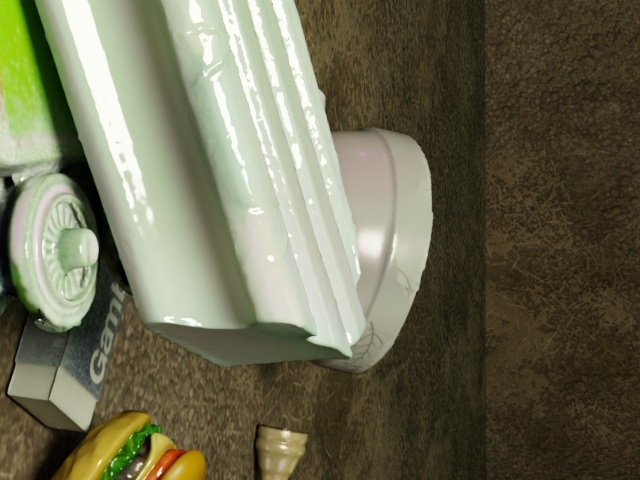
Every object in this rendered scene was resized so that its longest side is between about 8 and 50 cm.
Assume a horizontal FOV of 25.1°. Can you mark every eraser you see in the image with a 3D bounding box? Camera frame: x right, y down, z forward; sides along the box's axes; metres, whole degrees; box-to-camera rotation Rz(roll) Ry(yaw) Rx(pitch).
[{"bbox_3d":[-0.205,0.049,1.228,0.092,0.046,0.212,64,35,-60],"label":"eraser"}]

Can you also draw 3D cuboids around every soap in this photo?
[{"bbox_3d":[-0.071,-0.073,0.966,0.208,0.115,0.347,-55,131,-66],"label":"soap"}]

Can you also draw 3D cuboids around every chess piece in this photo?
[{"bbox_3d":[-0.058,0.292,1.783,0.066,0.066,0.122,32,69,-72],"label":"chess piece"}]

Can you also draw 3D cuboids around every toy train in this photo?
[{"bbox_3d":[-0.215,-0.062,0.973,0.307,0.173,0.249,-18,103,-72],"label":"toy train"}]

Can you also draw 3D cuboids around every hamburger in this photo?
[{"bbox_3d":[-0.170,0.225,1.226,0.162,0.115,0.162,-55,173,-10],"label":"hamburger"}]

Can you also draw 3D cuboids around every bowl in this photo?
[{"bbox_3d":[0.000,0.000,1.632,0.287,0.144,0.287,-167,-90,-68],"label":"bowl"}]

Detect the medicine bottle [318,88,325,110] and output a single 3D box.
[{"bbox_3d":[-0.073,-0.036,1.474,0.152,0.152,0.254,41,57,-70],"label":"medicine bottle"}]
